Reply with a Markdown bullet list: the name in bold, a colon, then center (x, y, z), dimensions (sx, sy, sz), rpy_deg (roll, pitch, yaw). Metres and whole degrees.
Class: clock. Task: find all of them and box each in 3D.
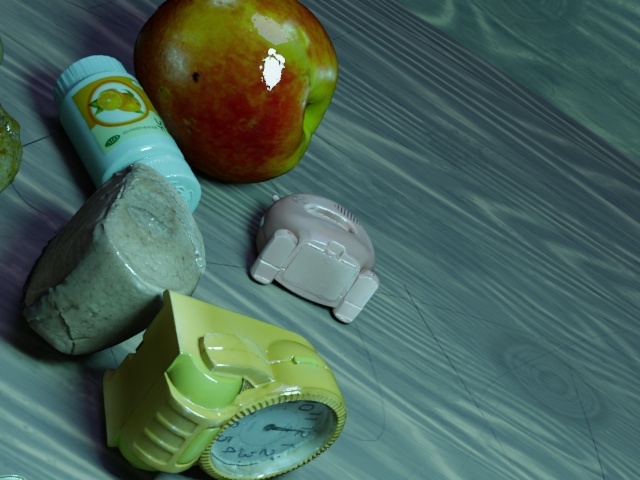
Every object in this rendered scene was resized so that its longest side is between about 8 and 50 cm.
- **clock**: center (0.000, 0.000, 2.340), dimensions (0.227, 0.142, 0.241), rpy_deg (27, 29, -14)
- **clock**: center (-0.120, 0.222, 1.825), dimensions (0.317, 0.244, 0.200), rpy_deg (13, 43, -34)

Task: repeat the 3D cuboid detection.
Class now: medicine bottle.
- **medicine bottle**: center (-0.341, -0.168, 2.222), dimensions (0.158, 0.158, 0.318), rpy_deg (0, 46, -43)

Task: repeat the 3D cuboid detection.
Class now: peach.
- **peach**: center (-0.164, -0.300, 2.373), dimensions (0.388, 0.388, 0.388), rpy_deg (24, 33, -17)

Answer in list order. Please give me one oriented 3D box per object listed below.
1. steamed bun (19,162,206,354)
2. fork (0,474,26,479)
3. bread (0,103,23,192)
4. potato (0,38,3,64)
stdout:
- **steamed bun**: center (-0.293, 0.043, 1.907), dimensions (0.199, 0.251, 0.301), rpy_deg (41, 24, -16)
- **fork**: center (-0.338, 0.334, 1.677), dimensions (0.219, 0.028, 0.034), rpy_deg (15, 34, -29)
- **bread**: center (-0.577, -0.163, 2.030), dimensions (0.230, 0.123, 0.230), rpy_deg (22, 36, -17)
- **potato**: center (-0.661, -0.363, 2.179), dimensions (0.262, 0.165, 0.165), rpy_deg (21, 34, -10)
